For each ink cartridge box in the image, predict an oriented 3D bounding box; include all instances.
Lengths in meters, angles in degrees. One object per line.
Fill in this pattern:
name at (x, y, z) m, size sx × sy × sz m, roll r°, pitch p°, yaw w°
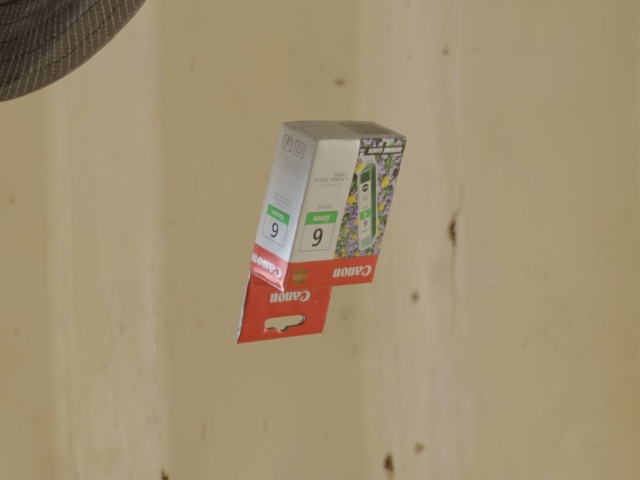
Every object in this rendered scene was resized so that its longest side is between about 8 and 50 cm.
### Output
ink cartridge box at (0.000, 0.000, 0.808) m, size 0.063 × 0.115 × 0.029 m, roll -4°, pitch -156°, yaw -44°

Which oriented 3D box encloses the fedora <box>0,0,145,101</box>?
fedora at (-0.114, -0.202, 0.672) m, size 0.243 × 0.275 × 0.124 m, roll 32°, pitch -151°, yaw 20°
